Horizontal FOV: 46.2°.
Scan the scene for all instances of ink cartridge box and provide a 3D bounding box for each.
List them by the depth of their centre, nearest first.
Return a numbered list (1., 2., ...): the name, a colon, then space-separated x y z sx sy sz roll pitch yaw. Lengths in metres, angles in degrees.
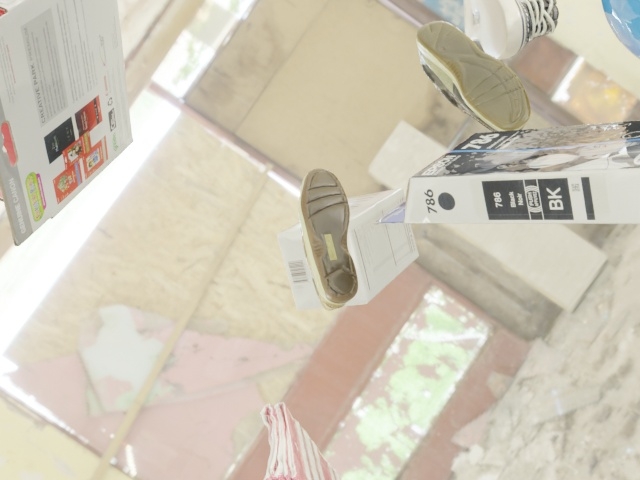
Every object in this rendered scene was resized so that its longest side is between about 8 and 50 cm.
1. ink cartridge box: 0.226 -0.074 0.834 0.333 0.065 0.165 -1 24 41
2. ink cartridge box: -0.375 -0.195 0.951 0.272 0.130 0.309 -59 -17 -44

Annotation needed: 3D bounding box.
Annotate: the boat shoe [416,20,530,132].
1. boat shoe: 0.212 -0.219 1.054 0.080 0.223 0.073 -30 -29 -10

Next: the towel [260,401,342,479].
1. towel: 0.013 0.237 0.632 0.029 0.197 0.144 -34 11 1

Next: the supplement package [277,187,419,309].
1. supplement package: 0.055 0.010 1.287 0.134 0.139 0.244 -8 12 30

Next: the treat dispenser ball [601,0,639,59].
1. treat dispenser ball: 0.518 -0.358 0.984 0.288 0.288 0.288 -55 3 4

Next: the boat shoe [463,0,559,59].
1. boat shoe: 0.362 -0.405 1.348 0.340 0.158 0.127 -92 -5 -67

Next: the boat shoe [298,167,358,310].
1. boat shoe: 0.000 0.000 0.985 0.072 0.068 0.190 128 141 -60
